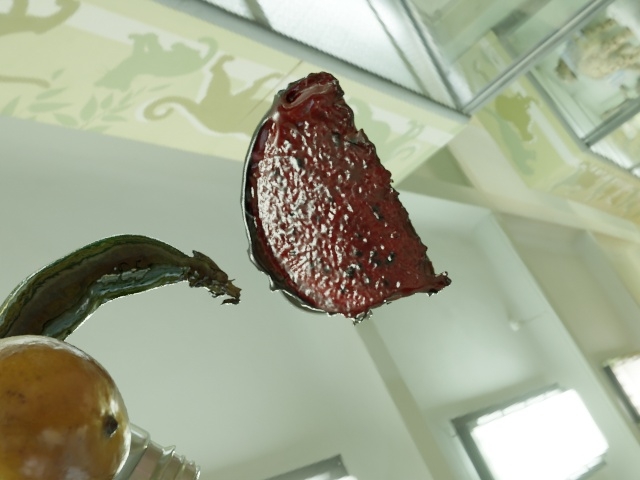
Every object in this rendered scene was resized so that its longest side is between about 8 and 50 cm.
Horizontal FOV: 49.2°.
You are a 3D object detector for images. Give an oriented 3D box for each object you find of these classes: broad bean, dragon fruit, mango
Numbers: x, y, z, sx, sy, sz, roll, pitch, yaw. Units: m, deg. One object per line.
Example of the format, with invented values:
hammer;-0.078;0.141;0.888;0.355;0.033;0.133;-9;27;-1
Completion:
broad bean;-0.195;0.094;0.553;0.144;0.049;0.292;44;-119;-9
dragon fruit;0.006;-0.046;0.999;0.344;0.282;0.100;62;-151;-4
mango;-0.172;0.117;0.404;0.115;0.165;0.089;26;-136;-8

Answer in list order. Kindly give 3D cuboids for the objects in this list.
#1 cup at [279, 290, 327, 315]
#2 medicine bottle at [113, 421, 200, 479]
cup;0.014;0.007;1.409;0.166;0.221;0.202;17;-147;-2
medicine bottle;-0.297;0.220;0.767;0.324;0.179;0.124;30;-107;-6
